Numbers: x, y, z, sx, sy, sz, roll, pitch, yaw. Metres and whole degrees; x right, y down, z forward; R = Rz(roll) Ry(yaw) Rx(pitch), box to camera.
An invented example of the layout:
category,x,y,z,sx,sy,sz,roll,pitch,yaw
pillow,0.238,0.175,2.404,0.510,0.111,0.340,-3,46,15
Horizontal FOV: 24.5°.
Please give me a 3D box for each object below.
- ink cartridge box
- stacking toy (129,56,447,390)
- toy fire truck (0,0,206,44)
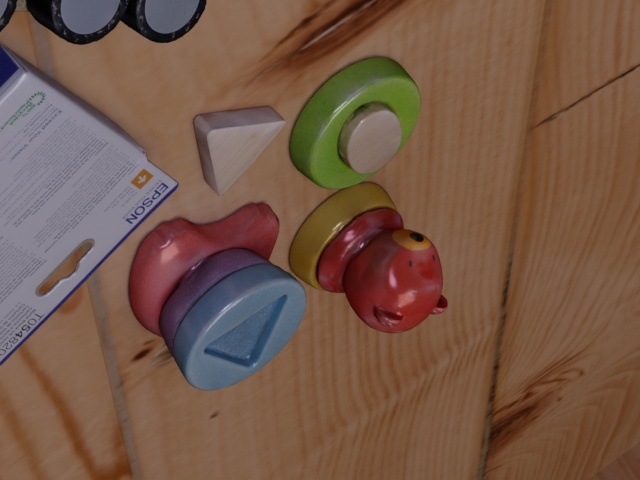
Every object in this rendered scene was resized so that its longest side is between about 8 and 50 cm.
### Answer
category,x,y,z,sx,sy,sz,roll,pitch,yaw
ink cartridge box,-0.239,-0.015,1.077,0.223,0.045,0.224,-45,151,3
stacking toy,0.000,0.000,1.300,0.309,0.130,0.279,-21,143,-35
toy fire truck,-0.139,-0.239,0.834,0.217,0.158,0.246,-9,124,-44
